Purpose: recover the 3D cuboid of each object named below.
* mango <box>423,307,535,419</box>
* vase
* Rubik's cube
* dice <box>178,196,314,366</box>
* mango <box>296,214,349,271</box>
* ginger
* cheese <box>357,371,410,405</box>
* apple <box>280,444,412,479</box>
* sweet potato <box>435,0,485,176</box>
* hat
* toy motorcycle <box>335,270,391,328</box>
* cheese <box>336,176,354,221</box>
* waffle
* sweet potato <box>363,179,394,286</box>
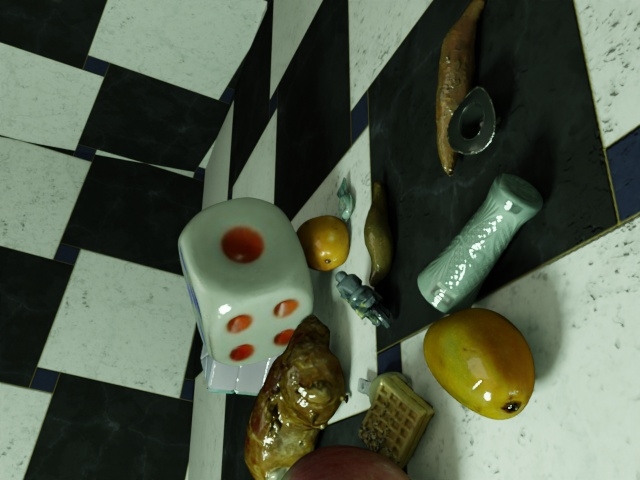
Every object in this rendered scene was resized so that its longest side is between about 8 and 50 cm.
[{"bbox_3d":[0.213,0.159,0.922,0.253,0.113,0.138,-153,59,-76],"label":"mango"},{"bbox_3d":[0.235,0.005,0.967,0.096,0.096,0.219,-102,31,-46],"label":"vase"},{"bbox_3d":[-0.207,0.294,1.873,0.231,0.225,0.221,-140,61,-68],"label":"Rubik's cube"},{"bbox_3d":[-0.187,0.101,1.614,0.304,0.277,0.304,96,151,-50],"label":"dice"},{"bbox_3d":[-0.006,-0.002,1.626,0.217,0.102,0.141,-138,64,-65],"label":"mango"},{"bbox_3d":[-0.060,0.395,1.489,0.254,0.176,0.418,-126,55,-75],"label":"ginger"},{"bbox_3d":[0.112,0.291,1.257,0.192,0.038,0.096,175,104,-69],"label":"cheese"},{"bbox_3d":[0.045,0.503,1.047,0.345,0.270,0.344,-170,90,-88],"label":"apple"},{"bbox_3d":[0.230,-0.265,1.130,0.066,0.072,0.314,2,80,49],"label":"sweet potato"},{"bbox_3d":[0.254,-0.190,1.054,0.121,0.051,0.121,-31,55,59],"label":"hat"},{"bbox_3d":[0.079,0.112,1.320,0.061,0.124,0.193,-43,16,-4],"label":"toy motorcycle"},{"bbox_3d":[0.060,-0.094,1.595,0.120,0.026,0.067,-101,27,-44],"label":"cheese"},{"bbox_3d":[0.127,0.314,1.131,0.102,0.042,0.148,38,125,31],"label":"waffle"},{"bbox_3d":[0.120,-0.028,1.348,0.069,0.060,0.249,58,-151,-59],"label":"sweet potato"}]
